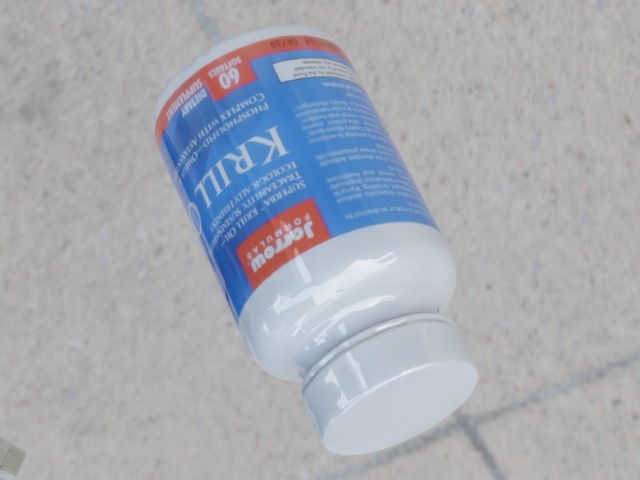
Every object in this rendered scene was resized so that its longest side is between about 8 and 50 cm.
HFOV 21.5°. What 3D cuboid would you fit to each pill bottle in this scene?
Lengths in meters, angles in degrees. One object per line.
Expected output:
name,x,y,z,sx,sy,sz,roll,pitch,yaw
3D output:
pill bottle,0.000,0.000,0.928,0.124,0.221,0.124,-21,152,-12

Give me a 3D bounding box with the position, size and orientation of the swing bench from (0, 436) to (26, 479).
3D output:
swing bench,-0.474,0.254,1.766,0.253,0.165,0.254,31,97,-7
